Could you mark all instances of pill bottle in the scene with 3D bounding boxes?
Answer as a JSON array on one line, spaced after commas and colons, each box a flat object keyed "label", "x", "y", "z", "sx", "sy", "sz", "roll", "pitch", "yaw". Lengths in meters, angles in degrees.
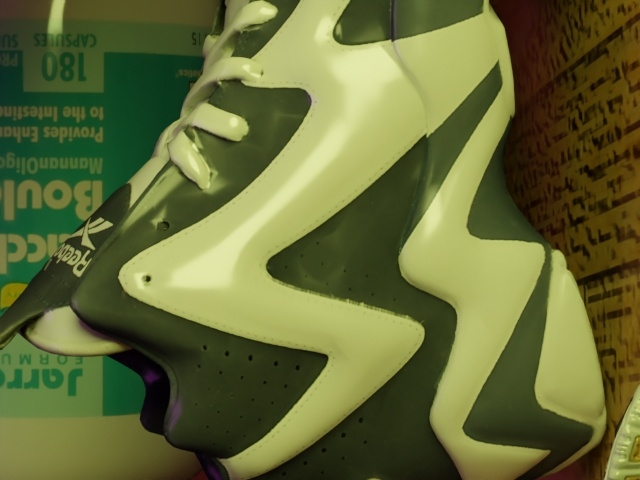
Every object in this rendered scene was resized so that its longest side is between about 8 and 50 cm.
[{"label": "pill bottle", "x": -0.111, "y": 0.014, "z": 0.816, "sx": 0.146, "sy": 0.146, "sz": 0.264, "roll": -167, "pitch": 76, "yaw": -82}]

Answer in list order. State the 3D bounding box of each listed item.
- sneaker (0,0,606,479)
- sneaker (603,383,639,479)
[{"label": "sneaker", "x": -0.029, "y": -0.029, "z": 0.547, "sx": 0.094, "sy": 0.153, "sz": 0.235, "roll": -167, "pitch": 59, "yaw": -78}, {"label": "sneaker", "x": 0.073, "y": 0.066, "z": 0.444, "sx": 0.037, "sy": 0.032, "sz": 0.083, "roll": -129, "pitch": 40, "yaw": -78}]
